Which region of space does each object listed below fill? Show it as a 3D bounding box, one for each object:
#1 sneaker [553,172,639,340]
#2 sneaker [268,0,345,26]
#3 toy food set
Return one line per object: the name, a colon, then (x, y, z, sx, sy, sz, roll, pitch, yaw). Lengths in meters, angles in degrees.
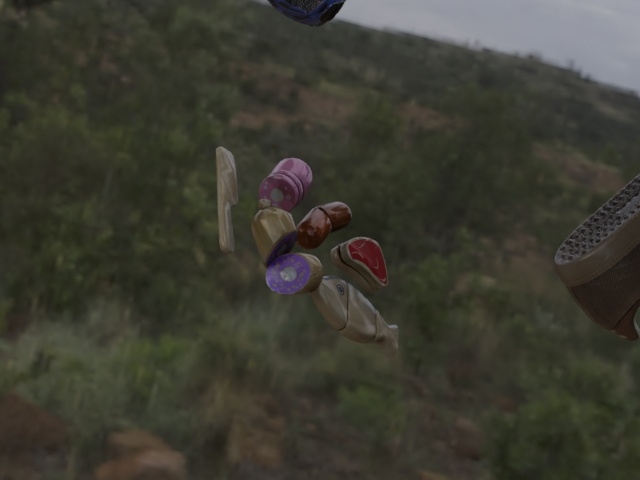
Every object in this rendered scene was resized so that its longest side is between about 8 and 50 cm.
sneaker: (0.228, -0.017, 0.893, 0.071, 0.188, 0.066, 54, -1, -16)
sneaker: (-0.056, -0.256, 1.176, 0.221, 0.083, 0.087, 53, 23, 19)
toy food set: (0.000, 0.000, 0.698, 0.019, 0.078, 0.122, -27, -38, 31)
